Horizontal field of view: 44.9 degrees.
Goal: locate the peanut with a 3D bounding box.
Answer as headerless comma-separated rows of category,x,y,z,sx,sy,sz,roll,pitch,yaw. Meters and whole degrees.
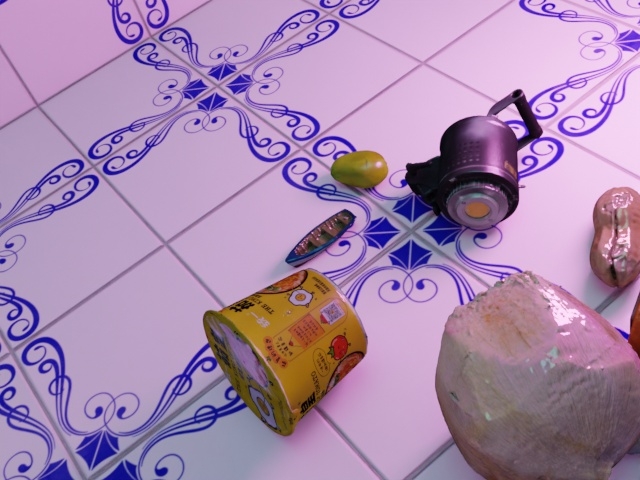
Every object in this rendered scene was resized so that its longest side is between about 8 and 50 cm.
peanut,0.693,-0.015,1.799,0.130,0.130,0.290,3,53,20

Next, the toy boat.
toy boat,0.000,0.000,2.054,0.229,0.046,0.080,-39,51,-17

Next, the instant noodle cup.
instant noodle cup,-0.067,0.229,1.714,0.254,0.325,0.325,-32,47,-25

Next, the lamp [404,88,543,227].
lamp,0.410,-0.172,1.965,0.374,0.205,0.272,-29,40,14

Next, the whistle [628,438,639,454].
whistle,0.738,0.380,1.482,0.326,0.057,0.068,-4,52,13

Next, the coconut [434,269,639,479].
coconut,0.415,0.298,1.439,0.404,0.404,0.404,-9,48,10

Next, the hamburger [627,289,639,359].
hamburger,0.743,0.160,1.538,0.225,0.291,0.291,15,56,25

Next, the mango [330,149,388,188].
mango,0.112,-0.204,2.169,0.163,0.089,0.117,16,56,30
